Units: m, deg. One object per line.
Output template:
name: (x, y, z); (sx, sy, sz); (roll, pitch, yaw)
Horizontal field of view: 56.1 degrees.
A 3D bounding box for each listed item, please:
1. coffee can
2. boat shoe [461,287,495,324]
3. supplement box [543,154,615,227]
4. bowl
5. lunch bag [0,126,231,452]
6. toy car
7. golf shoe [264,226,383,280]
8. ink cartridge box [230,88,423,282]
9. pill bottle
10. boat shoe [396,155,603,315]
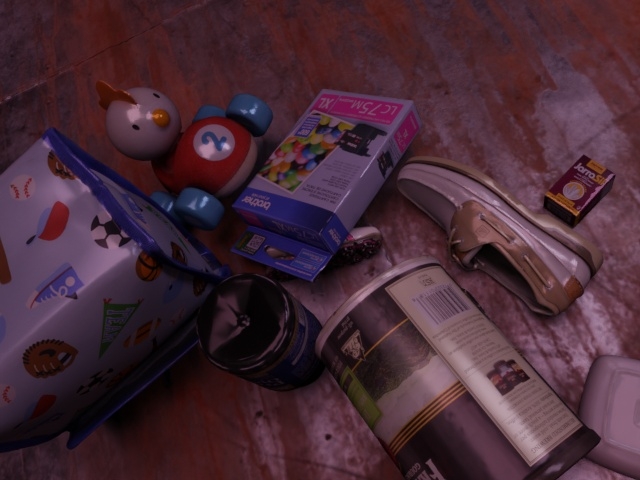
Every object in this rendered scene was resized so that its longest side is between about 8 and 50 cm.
coffee can: (0.151, 0.183, 0.715); (0.202, 0.201, 0.275); (-38, 63, -1)
boat shoe: (0.218, 0.121, 0.807); (0.040, 0.049, 0.142); (-19, 63, -35)
supplement box: (0.362, -0.069, 0.843); (0.083, 0.043, 0.055); (-46, 62, -6)
bowl: (0.389, 0.212, 0.716); (0.142, 0.053, 0.141); (14, 74, 20)
lunch bag: (-0.300, 0.095, 0.784); (0.328, 0.385, 0.239); (-42, 76, -4)
toy car: (-0.238, -0.164, 0.924); (0.210, 0.238, 0.219); (0, 60, 50)
golf shoe: (0.000, 0.000, 0.909); (0.186, 0.067, 0.085); (-13, 64, 11)
ink cartridge box: (-0.002, -0.096, 0.907); (0.186, 0.065, 0.311); (19, 68, 39)
pill bottle: (-0.062, 0.131, 0.788); (0.123, 0.219, 0.122); (-6, 67, 15)
boat shoe: (0.221, -0.013, 0.823); (0.302, 0.113, 0.103); (33, 75, 24)
